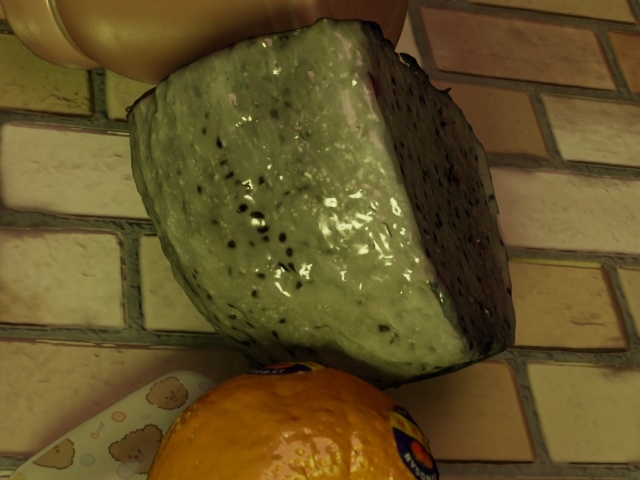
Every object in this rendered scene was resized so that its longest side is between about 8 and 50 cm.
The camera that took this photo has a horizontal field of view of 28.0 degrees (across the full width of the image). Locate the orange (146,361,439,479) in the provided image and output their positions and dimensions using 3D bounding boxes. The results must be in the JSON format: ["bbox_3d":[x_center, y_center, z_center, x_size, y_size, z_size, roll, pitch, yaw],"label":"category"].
[{"bbox_3d":[-0.017,0.158,0.742,0.177,0.155,0.177,5,82,-40],"label":"orange"}]

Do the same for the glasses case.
[{"bbox_3d":[-0.123,0.136,0.804,0.164,0.041,0.063,-31,67,-36],"label":"glasses case"}]

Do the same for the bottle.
[{"bbox_3d":[-0.089,-0.200,0.964,0.297,0.173,0.206,2,16,30],"label":"bottle"}]

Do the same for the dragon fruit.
[{"bbox_3d":[0.000,0.000,0.860,0.283,0.204,0.221,15,58,-67],"label":"dragon fruit"}]
